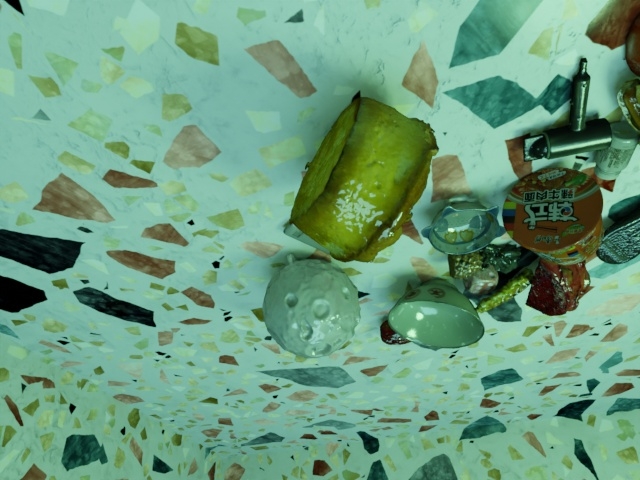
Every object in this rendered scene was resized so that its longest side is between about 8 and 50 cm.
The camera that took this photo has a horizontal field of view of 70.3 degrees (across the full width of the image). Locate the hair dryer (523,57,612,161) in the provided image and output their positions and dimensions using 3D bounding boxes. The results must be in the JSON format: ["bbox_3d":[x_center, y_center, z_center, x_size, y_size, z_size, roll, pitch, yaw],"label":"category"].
[{"bbox_3d":[0.593,-0.312,1.096,0.195,0.078,0.249,-10,130,11],"label":"hair dryer"}]

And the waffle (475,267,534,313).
[{"bbox_3d":[0.647,0.191,1.621,0.243,0.059,0.238,-34,163,5],"label":"waffle"}]

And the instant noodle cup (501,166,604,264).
[{"bbox_3d":[0.665,-0.054,1.277,0.250,0.251,0.192,-28,143,28],"label":"instant noodle cup"}]

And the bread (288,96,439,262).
[{"bbox_3d":[0.094,-0.137,1.039,0.215,0.398,0.398,26,134,-13],"label":"bread"}]

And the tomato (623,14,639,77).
[{"bbox_3d":[0.746,-0.415,0.954,0.166,0.082,0.174,-15,136,14],"label":"tomato"}]

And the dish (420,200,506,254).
[{"bbox_3d":[0.428,-0.061,1.363,0.236,0.086,0.228,15,136,-18],"label":"dish"}]

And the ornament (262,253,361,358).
[{"bbox_3d":[-0.030,0.234,1.527,0.336,0.337,0.337,-1,140,-1],"label":"ornament"}]

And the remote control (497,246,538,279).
[{"bbox_3d":[0.686,0.065,1.554,0.072,0.042,0.222,12,138,-18],"label":"remote control"}]

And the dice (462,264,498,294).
[{"bbox_3d":[0.557,0.130,1.589,0.094,0.091,0.093,2,140,-6],"label":"dice"}]

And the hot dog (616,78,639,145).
[{"bbox_3d":[0.806,-0.231,1.051,0.337,0.135,0.100,42,102,-15],"label":"hot dog"}]

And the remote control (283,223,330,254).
[{"bbox_3d":[0.000,0.000,1.469,0.260,0.029,0.067,25,133,-31],"label":"remote control"}]

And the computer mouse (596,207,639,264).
[{"bbox_3d":[0.981,-0.036,1.412,0.147,0.088,0.264,39,128,-17],"label":"computer mouse"}]

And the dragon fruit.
[{"bbox_3d":[0.816,0.126,1.492,0.205,0.152,0.317,-40,144,-12],"label":"dragon fruit"}]

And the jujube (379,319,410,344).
[{"bbox_3d":[0.331,0.371,1.859,0.176,0.109,0.112,-6,174,2],"label":"jujube"}]

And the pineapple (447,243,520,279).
[{"bbox_3d":[0.543,0.062,1.506,0.236,0.111,0.119,-8,166,-1],"label":"pineapple"}]

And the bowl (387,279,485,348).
[{"bbox_3d":[0.420,0.247,1.651,0.336,0.158,0.337,11,144,9],"label":"bowl"}]

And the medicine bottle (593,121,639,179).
[{"bbox_3d":[0.763,-0.228,1.178,0.079,0.079,0.140,-7,140,7],"label":"medicine bottle"}]
